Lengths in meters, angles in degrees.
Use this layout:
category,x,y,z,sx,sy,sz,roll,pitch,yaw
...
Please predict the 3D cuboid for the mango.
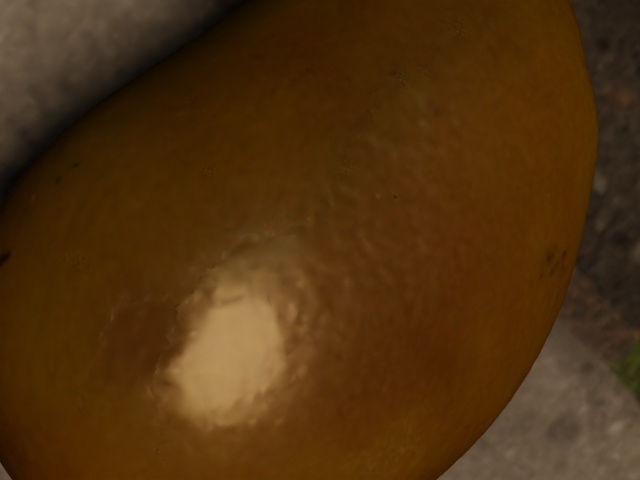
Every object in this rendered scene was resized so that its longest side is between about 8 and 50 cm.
category,x,y,z,sx,sy,sz,roll,pitch,yaw
mango,0.000,0.007,0.564,0.254,0.139,0.175,-36,121,-16
